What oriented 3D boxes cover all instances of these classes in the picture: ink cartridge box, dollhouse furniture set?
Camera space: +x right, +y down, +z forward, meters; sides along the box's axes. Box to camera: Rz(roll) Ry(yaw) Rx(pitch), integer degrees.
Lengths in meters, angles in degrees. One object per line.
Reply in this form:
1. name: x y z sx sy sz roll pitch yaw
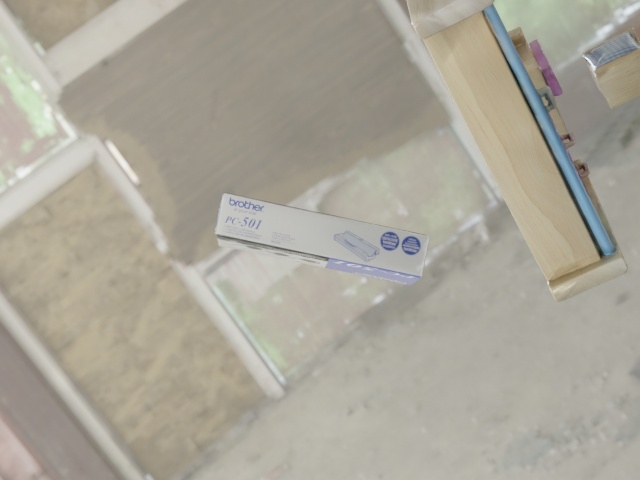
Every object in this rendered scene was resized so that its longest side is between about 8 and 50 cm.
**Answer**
1. ink cartridge box: 0.000 0.000 1.303 0.097 0.207 0.046 114 168 -83
2. dollhouse furniture set: 0.226 -0.155 0.793 0.303 0.198 0.286 -25 27 12
